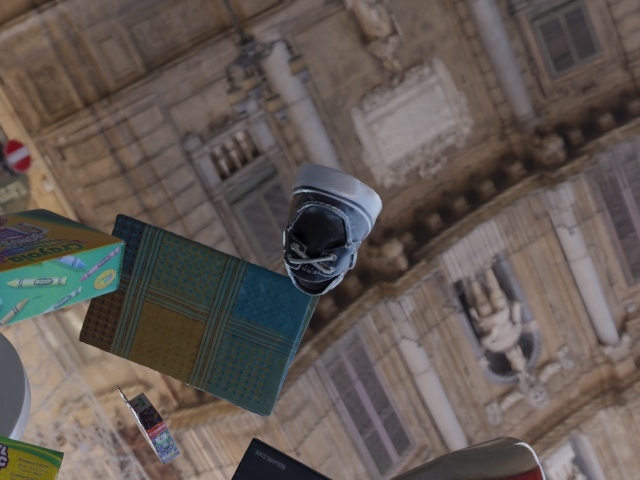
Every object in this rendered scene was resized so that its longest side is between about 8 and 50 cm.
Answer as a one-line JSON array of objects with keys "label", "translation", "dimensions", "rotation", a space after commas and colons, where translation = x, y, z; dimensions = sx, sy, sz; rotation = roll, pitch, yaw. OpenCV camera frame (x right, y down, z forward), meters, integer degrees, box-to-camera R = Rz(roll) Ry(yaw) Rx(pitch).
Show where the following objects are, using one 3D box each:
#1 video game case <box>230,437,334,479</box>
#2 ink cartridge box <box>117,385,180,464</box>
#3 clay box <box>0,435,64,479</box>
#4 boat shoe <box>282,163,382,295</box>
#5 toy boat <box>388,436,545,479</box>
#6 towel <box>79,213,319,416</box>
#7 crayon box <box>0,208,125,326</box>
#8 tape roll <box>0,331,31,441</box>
[{"label": "video game case", "translation": [-0.066, 0.386, 1.028], "dimensions": [0.196, 0.026, 0.274], "rotation": [19, -105, 36]}, {"label": "ink cartridge box", "translation": [-0.222, 0.233, 1.178], "dimensions": [0.029, 0.115, 0.063], "rotation": [-32, -134, -19]}, {"label": "clay box", "translation": [-0.357, 0.218, 0.911], "dimensions": [0.127, 0.222, 0.053], "rotation": [-22, -129, 54]}, {"label": "boat shoe", "translation": [0.000, 0.000, 1.115], "dimensions": [0.301, 0.108, 0.102], "rotation": [109, 2, -73]}, {"label": "toy boat", "translation": [0.196, 0.353, 1.190], "dimensions": [0.151, 0.151, 0.231], "rotation": [-5, 157, -41]}, {"label": "towel", "translation": [-0.214, 0.132, 1.584], "dimensions": [0.040, 0.370, 0.271], "rotation": [-72, -176, -68]}, {"label": "crayon box", "translation": [-0.421, 0.034, 1.232], "dimensions": [0.165, 0.081, 0.278], "rotation": [20, -162, 24]}, {"label": "tape roll", "translation": [-0.783, 0.328, 1.815], "dimensions": [0.392, 0.392, 0.072], "rotation": [-34, 158, -23]}]
